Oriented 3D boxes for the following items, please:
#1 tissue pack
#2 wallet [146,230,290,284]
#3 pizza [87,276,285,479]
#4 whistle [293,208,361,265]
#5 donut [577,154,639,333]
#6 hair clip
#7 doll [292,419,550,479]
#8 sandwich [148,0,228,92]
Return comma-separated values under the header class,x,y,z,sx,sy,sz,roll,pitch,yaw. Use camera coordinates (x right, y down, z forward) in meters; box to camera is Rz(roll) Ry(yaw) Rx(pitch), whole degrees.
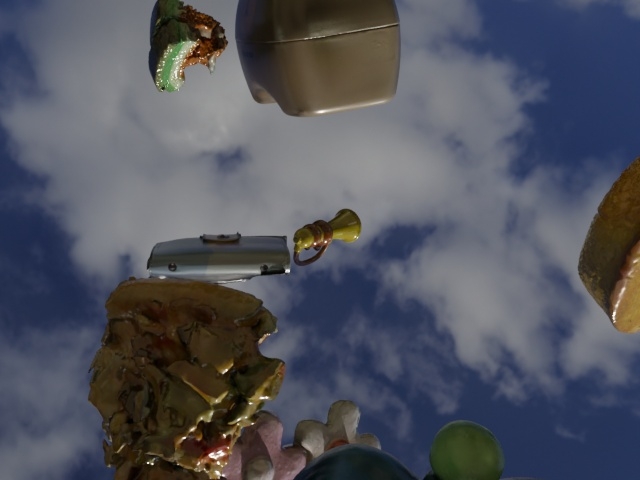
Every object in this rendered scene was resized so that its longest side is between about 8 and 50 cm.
class,x,y,z,sx,sy,sz,roll,pitch,yaw
tissue pack,-0.015,-0.399,1.354,0.267,0.277,0.387,-10,-160,-16
wallet,-0.166,0.031,1.167,0.230,0.069,0.170,-1,-167,-8
pizza,-0.116,0.129,0.513,0.147,0.226,0.069,25,-169,15
whistle,-0.002,-0.004,0.905,0.109,0.057,0.046,-20,-105,-44
donut,0.464,-0.019,0.928,0.302,0.303,0.110,-17,-134,-25
hair clip,-0.033,0.270,0.864,0.257,0.146,0.075,3,-170,-44
doll,0.097,0.226,0.420,0.322,0.198,0.186,35,-165,-10
sandwich,-0.242,-0.365,1.312,0.159,0.185,0.109,-12,-103,-22
